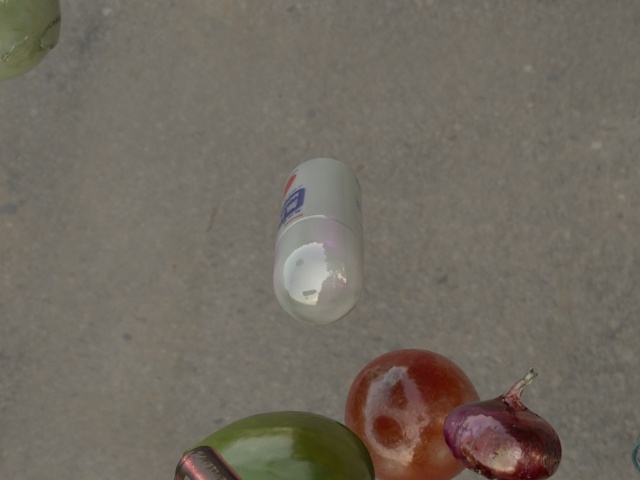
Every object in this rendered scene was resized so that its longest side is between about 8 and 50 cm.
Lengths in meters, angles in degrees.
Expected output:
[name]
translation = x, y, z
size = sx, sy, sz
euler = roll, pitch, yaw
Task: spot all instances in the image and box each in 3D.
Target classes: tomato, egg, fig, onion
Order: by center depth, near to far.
[egg]
translation = -0.385, -0.274, 0.906
size = 0.253, 0.186, 0.186
euler = 40, 86, -11
[onion]
translation = 0.237, 0.222, 1.093
size = 0.150, 0.150, 0.140
euler = 22, 104, 28
[fig]
translation = -0.077, 0.403, 1.364
size = 0.316, 0.316, 0.316
euler = -8, 66, 19
[tomato]
translation = 0.172, 0.327, 1.657
size = 0.265, 0.265, 0.264
euler = -8, 66, 19

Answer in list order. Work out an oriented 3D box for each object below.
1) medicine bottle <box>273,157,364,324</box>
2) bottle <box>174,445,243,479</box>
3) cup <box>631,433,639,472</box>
[medicine bottle]
translation = 0.000, 0.000, 1.294
size = 0.130, 0.130, 0.341
euler = -22, 26, 13
[bottle]
translation = -0.092, 0.279, 0.920
size = 0.060, 0.060, 0.164
euler = -54, 39, -5
[cup]
translation = 0.668, 0.348, 1.569
size = 0.168, 0.299, 0.173
euler = 6, 41, 38
